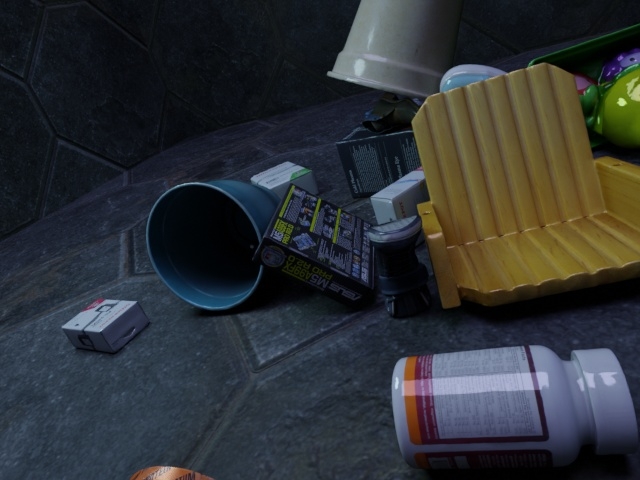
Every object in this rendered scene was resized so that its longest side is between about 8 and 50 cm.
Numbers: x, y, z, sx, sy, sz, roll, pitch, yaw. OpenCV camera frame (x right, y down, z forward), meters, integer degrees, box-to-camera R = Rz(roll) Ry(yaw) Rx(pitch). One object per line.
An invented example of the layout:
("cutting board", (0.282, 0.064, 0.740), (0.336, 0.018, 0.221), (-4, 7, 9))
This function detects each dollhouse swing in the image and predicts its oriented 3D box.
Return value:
("dollhouse swing", (0.328, -0.114, 0.773), (0.346, 0.305, 0.315), (-13, 16, 12))

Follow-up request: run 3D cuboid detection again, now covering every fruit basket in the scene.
("fruit basket", (0.695, -0.341, 1.095), (0.391, 0.283, 0.392), (-19, 6, 2))

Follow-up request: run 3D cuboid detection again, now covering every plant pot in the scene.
("plant pot", (-0.201, -0.017, 1.066), (0.271, 0.272, 0.255), (-10, 13, 20))
("plant pot", (0.212, -0.522, 1.154), (0.333, 0.306, 0.334), (13, 20, -5))

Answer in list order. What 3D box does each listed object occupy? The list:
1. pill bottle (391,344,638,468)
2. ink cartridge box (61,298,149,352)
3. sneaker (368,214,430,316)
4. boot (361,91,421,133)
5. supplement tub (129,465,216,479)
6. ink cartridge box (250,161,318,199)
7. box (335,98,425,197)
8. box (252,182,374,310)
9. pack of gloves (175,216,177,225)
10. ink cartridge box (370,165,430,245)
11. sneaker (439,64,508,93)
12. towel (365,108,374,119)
("pill bottle", (0.197, 0.177, 0.503), (0.221, 0.121, 0.121), (-10, 26, 18))
("ink cartridge box", (-0.478, 0.187, 1.048), (0.150, 0.063, 0.109), (-3, 29, 32))
("sneaker", (0.132, 0.046, 0.752), (0.086, 0.164, 0.226), (-13, -1, 7))
("boot", (0.186, -0.298, 1.171), (0.106, 0.082, 0.219), (-44, 31, 4))
("supplement tub", (-0.158, 0.344, 0.326), (0.193, 0.194, 0.316), (-9, 27, 22))
("ink cartridge box", (-0.120, -0.179, 1.527), (0.153, 0.087, 0.208), (-26, 26, -14))
("box", (0.271, -0.280, 1.342), (0.312, 0.179, 0.343), (-2, 30, 36))
("box", (0.000, 0.000, 0.939), (0.216, 0.060, 0.270), (26, 27, -7))
("pack of gloves", (-0.306, -0.017, 1.190), (0.046, 0.232, 0.195), (11, 32, 5))
("ink cartridge box", (0.205, -0.073, 1.015), (0.175, 0.128, 0.072), (-31, 26, -26))
("sneaker", (0.417, -0.248, 1.019), (0.365, 0.135, 0.150), (30, 46, 0))
("towel", (0.186, -0.360, 1.318), (0.067, 0.029, 0.119), (-37, 28, -32))
